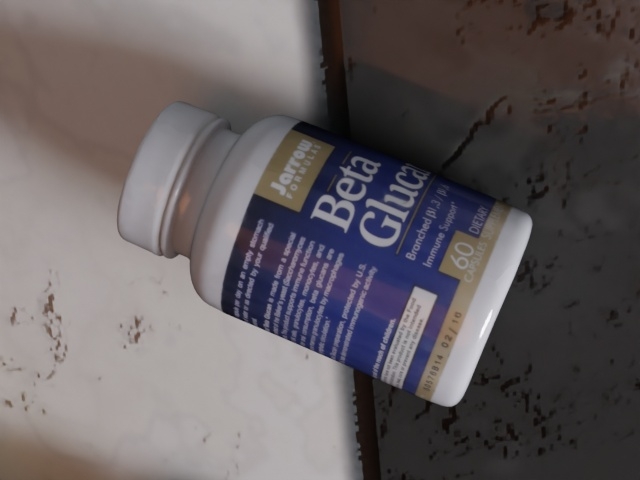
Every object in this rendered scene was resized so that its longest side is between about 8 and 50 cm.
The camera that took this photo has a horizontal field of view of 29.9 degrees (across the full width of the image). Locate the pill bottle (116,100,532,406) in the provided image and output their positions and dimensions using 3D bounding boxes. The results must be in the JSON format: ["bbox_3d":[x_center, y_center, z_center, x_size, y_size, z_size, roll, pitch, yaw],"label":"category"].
[{"bbox_3d":[0.000,0.000,0.536,0.169,0.094,0.094,22,119,8],"label":"pill bottle"}]
